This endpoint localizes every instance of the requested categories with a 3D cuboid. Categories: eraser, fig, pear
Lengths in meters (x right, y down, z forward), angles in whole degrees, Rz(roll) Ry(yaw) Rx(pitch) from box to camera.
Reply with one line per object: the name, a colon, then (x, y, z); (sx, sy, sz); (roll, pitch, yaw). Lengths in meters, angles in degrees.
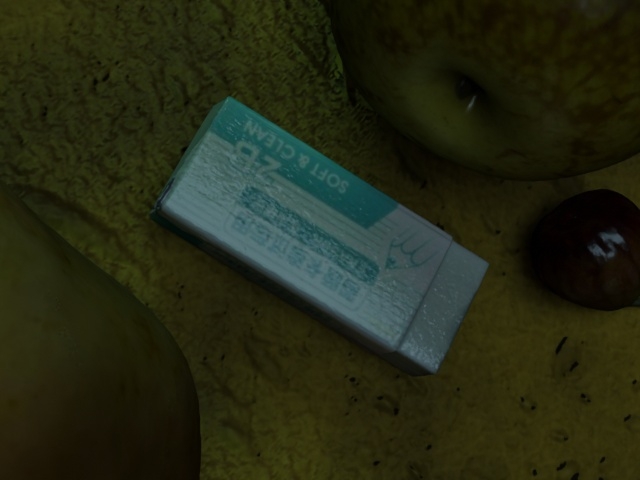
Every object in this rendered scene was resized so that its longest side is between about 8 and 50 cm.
eraser: (0.000, 0.000, 0.833); (0.225, 0.052, 0.095); (32, 73, -11)
fig: (0.213, 0.025, 0.894); (0.089, 0.089, 0.125); (-48, 122, -17)
pear: (0.141, -0.175, 0.789); (0.281, 0.281, 0.280); (2, 83, -18)

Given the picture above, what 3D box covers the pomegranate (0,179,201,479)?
pomegranate: (-0.256, 0.134, 0.581); (0.412, 0.411, 0.411); (2, 83, -18)
